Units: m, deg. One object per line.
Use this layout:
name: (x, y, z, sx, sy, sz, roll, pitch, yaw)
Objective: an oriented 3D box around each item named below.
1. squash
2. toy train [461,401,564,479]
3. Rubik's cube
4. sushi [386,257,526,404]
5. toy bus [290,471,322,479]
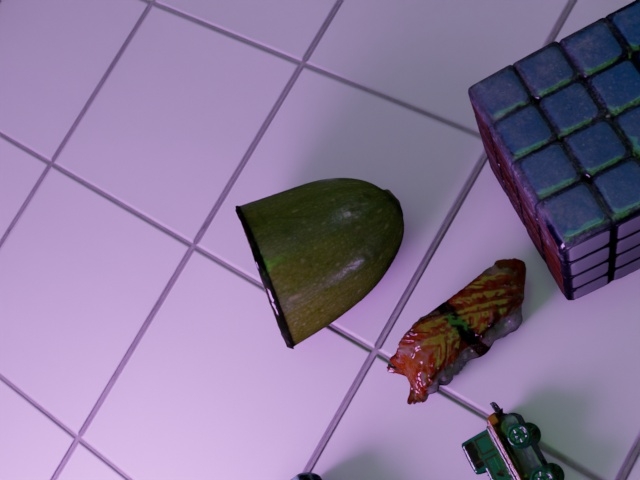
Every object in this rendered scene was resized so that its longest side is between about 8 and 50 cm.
squash: (0.024, 0.022, 1.476, 0.309, 0.310, 0.310, -20, 67, -6)
toy train: (0.341, 0.400, 1.320, 0.136, 0.091, 0.227, -32, 67, 19)
Rubik's cube: (0.495, -0.145, 1.293, 0.337, 0.344, 0.344, -29, 67, 9)
sushi: (0.267, 0.170, 1.403, 0.332, 0.130, 0.124, -37, 60, -1)
toy bus: (-0.001, 0.597, 1.343, 0.190, 0.152, 0.312, -38, 66, 5)
